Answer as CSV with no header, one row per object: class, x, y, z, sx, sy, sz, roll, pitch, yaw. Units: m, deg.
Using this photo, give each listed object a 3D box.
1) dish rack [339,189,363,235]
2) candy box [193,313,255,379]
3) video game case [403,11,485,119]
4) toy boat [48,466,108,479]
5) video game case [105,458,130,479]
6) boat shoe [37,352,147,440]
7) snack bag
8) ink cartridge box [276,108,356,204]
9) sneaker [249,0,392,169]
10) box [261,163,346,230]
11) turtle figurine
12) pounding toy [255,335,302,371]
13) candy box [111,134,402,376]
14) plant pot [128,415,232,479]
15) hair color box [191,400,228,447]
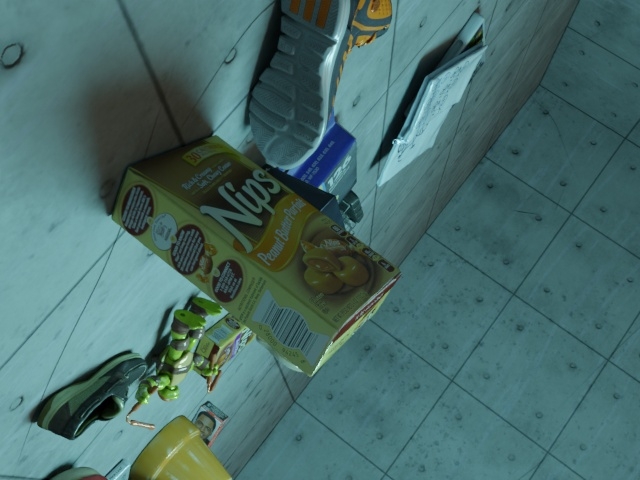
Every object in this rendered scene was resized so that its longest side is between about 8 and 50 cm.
dish rack,0.000,0.000,1.779,0.272,0.074,0.208,-51,166,-4
candy box,-0.195,0.208,1.651,0.186,0.053,0.109,-40,161,-52
video game case,0.329,-0.405,1.983,0.300,0.036,0.329,-55,167,3
toy boat,-0.444,0.511,1.315,0.231,0.151,0.151,-48,167,-23
video game case,-0.490,0.584,1.634,0.193,0.023,0.212,-43,164,-40
boat shoe,-0.337,0.247,1.185,0.080,0.073,0.223,-60,166,24
snack bag,0.272,-0.304,1.878,0.323,0.037,0.343,-40,160,-47
ink cartridge box,-0.038,-0.069,1.464,0.304,0.072,0.307,-51,169,-10
sneaker,0.015,-0.248,1.049,0.180,0.124,0.321,-40,161,-45
box,-0.044,-0.022,1.263,0.093,0.156,0.158,-47,144,-23
turtle figurine,-0.249,0.211,1.385,0.269,0.087,0.217,-14,131,-58
pounding toy,-0.052,0.207,1.854,0.155,0.154,0.269,-58,179,19
candy box,-0.076,0.006,0.944,0.183,0.316,0.088,-35,158,-56
plant pot,-0.318,0.552,1.793,0.205,0.188,0.205,-50,167,-16
hair color box,-0.302,0.491,1.962,0.141,0.072,0.043,-60,166,20
